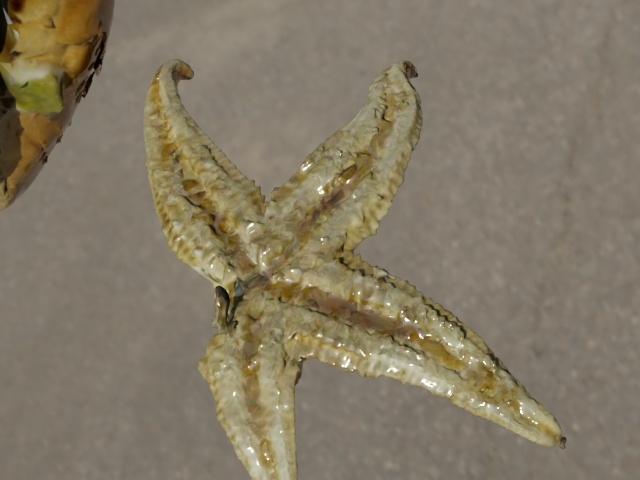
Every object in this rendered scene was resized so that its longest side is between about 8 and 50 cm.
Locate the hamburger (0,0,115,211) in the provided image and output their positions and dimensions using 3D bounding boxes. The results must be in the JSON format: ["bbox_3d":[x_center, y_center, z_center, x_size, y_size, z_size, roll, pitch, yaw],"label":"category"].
[{"bbox_3d":[-0.208,-0.131,0.844,0.211,0.260,0.245,-7,2,-38],"label":"hamburger"}]

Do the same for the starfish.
[{"bbox_3d":[0.001,-0.001,0.811,0.138,0.050,0.247,-19,62,1],"label":"starfish"}]
